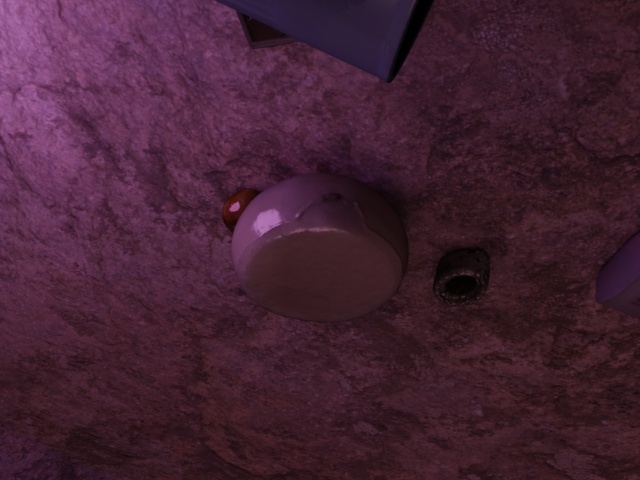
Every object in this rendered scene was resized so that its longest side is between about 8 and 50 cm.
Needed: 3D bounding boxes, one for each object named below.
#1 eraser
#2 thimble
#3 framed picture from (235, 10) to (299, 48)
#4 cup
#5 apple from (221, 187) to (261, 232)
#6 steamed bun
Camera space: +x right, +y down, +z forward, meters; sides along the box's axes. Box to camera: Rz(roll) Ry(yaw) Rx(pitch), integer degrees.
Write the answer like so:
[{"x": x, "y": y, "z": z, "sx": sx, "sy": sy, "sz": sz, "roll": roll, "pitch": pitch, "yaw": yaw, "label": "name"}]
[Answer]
[{"x": 0.597, "y": 0.084, "z": 1.160, "sx": 0.270, "sy": 0.095, "sz": 0.174, "roll": 23, "pitch": 140, "yaw": -4, "label": "eraser"}, {"x": 0.245, "y": 0.062, "z": 1.276, "sx": 0.084, "sy": 0.062, "sz": 0.110, "roll": 30, "pitch": 136, "yaw": -11, "label": "thimble"}, {"x": -0.009, "y": -0.347, "z": 0.972, "sx": 0.250, "sy": 0.016, "sz": 0.184, "roll": -3, "pitch": 134, "yaw": 22, "label": "framed picture"}, {"x": -0.027, "y": -0.322, "z": 0.763, "sx": 0.311, "sy": 0.331, "sz": 0.257, "roll": 25, "pitch": 144, "yaw": 4, "label": "cup"}, {"x": -0.128, "y": -0.049, "z": 1.283, "sx": 0.084, "sy": 0.071, "sz": 0.084, "roll": 16, "pitch": 141, "yaw": 13, "label": "apple"}, {"x": 0.000, "y": 0.000, "z": 1.204, "sx": 0.283, "sy": 0.177, "sz": 0.283, "roll": 2, "pitch": 138, "yaw": 1, "label": "steamed bun"}]
